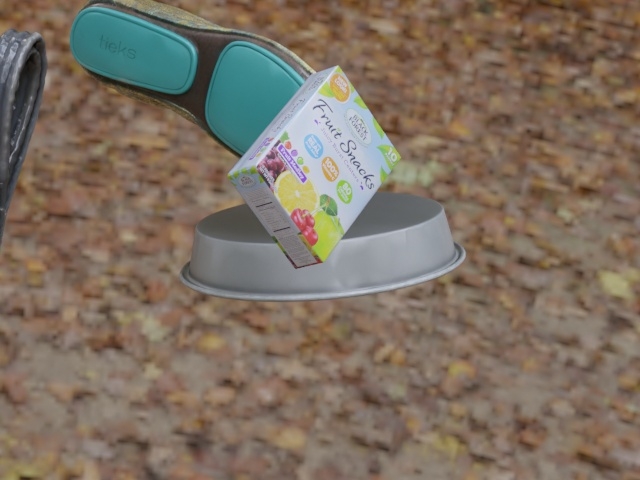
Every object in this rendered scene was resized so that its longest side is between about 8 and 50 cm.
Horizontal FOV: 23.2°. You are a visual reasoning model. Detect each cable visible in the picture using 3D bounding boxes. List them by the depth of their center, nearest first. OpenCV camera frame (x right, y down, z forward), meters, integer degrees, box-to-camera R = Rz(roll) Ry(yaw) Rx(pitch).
[{"bbox_3d":[-0.221,0.003,1.061,0.072,0.139,0.287,14,70,16],"label":"cable"}]

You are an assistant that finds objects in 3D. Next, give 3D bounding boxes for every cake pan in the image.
[{"bbox_3d":[0.000,0.000,1.583,0.293,0.054,0.293,-4,12,1],"label":"cake pan"}]

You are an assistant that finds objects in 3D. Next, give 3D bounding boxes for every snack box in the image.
[{"bbox_3d":[-0.003,-0.060,1.261,0.037,0.100,0.141,-13,30,44],"label":"snack box"}]

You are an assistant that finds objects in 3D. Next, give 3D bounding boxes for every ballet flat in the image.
[{"bbox_3d":[-0.092,-0.159,1.545,0.348,0.123,0.123,26,30,26],"label":"ballet flat"}]
